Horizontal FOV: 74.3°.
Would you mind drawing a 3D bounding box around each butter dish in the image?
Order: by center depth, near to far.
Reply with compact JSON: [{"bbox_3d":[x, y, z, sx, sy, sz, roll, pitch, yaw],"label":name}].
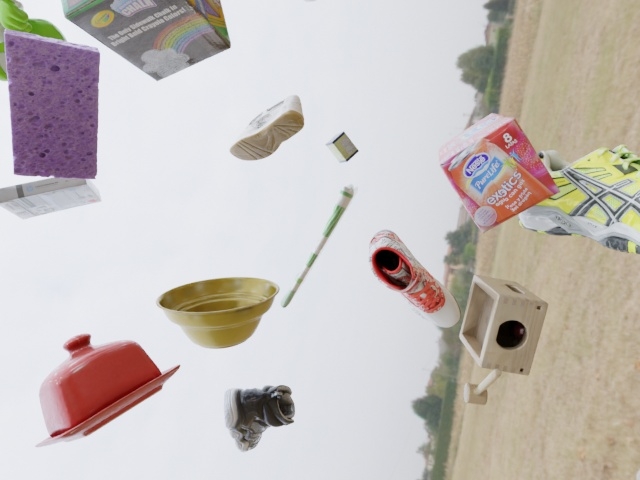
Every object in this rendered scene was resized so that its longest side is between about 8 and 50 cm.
[{"bbox_3d":[-0.297,0.178,0.555,0.159,0.160,0.118,-27,-93,-48],"label":"butter dish"}]

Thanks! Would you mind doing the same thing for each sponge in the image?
[{"bbox_3d":[-0.407,-0.197,0.650,0.117,0.031,0.210,-3,-56,-35],"label":"sponge"}]

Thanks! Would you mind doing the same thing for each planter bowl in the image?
[{"bbox_3d":[-0.180,0.136,0.769,0.217,0.217,0.091,-29,-62,-67],"label":"planter bowl"}]

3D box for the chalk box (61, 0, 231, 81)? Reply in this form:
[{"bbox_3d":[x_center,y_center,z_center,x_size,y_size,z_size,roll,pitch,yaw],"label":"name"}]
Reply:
[{"bbox_3d":[-0.225,-0.319,0.512,0.213,0.132,0.132,21,-127,-74],"label":"chalk box"}]

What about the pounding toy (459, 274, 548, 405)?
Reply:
[{"bbox_3d":[0.310,0.186,0.718,0.181,0.094,0.206,-77,-3,-79],"label":"pounding toy"}]

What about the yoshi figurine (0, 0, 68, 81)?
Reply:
[{"bbox_3d":[-0.575,-0.478,0.811,0.203,0.203,0.362,-27,-34,-46],"label":"yoshi figurine"}]

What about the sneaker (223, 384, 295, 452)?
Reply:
[{"bbox_3d":[-0.134,0.426,1.010,0.269,0.152,0.101,85,176,-49],"label":"sneaker"}]

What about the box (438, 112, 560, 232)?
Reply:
[{"bbox_3d":[0.283,-0.125,0.712,0.128,0.122,0.257,55,-158,-6],"label":"box"}]

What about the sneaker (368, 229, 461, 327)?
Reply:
[{"bbox_3d":[0.196,0.100,0.881,0.090,0.270,0.145,-39,2,16],"label":"sneaker"}]

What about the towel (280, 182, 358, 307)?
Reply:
[{"bbox_3d":[0.000,0.000,1.095,0.325,0.038,0.248,-59,-1,12],"label":"towel"}]

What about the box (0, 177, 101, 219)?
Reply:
[{"bbox_3d":[-0.647,-0.107,1.018,0.145,0.186,0.038,141,113,-72],"label":"box"}]

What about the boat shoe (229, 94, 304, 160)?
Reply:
[{"bbox_3d":[-0.147,-0.309,1.170,0.098,0.277,0.096,26,-125,-42],"label":"boat shoe"}]

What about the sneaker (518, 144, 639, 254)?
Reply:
[{"bbox_3d":[0.475,-0.072,0.660,0.145,0.384,0.147,-13,-75,-25],"label":"sneaker"}]

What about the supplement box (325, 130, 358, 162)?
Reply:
[{"bbox_3d":[0.072,-0.310,1.413,0.056,0.083,0.083,-42,16,-6],"label":"supplement box"}]

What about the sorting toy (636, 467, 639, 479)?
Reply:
[{"bbox_3d":[0.438,0.309,0.424,0.348,0.047,0.196,85,171,-49],"label":"sorting toy"}]
